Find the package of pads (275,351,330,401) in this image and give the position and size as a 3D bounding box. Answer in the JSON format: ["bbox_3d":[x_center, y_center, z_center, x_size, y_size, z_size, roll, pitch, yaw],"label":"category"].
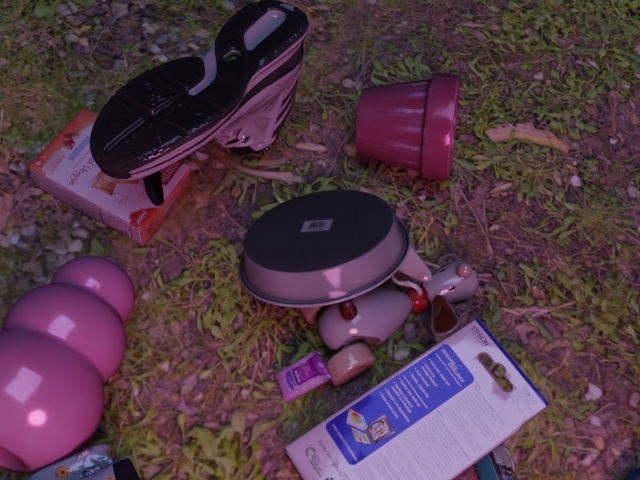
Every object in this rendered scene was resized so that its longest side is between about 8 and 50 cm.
[{"bbox_3d":[-0.029,0.217,1.100,0.083,0.032,0.050,-33,67,22],"label":"package of pads"}]

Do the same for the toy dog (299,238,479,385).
[{"bbox_3d":[0.120,0.092,1.141,0.220,0.161,0.333,41,63,12],"label":"toy dog"}]

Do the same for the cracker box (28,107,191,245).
[{"bbox_3d":[-0.368,-0.115,1.224,0.232,0.067,0.156,28,61,5],"label":"cracker box"}]

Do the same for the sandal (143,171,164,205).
[{"bbox_3d":[-0.301,-0.139,1.176,0.040,0.067,0.179,-16,67,11],"label":"sandal"}]

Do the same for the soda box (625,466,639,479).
[{"bbox_3d":[0.474,0.446,1.061,0.067,0.071,0.210,41,63,12],"label":"soda box"}]

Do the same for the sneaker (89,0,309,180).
[{"bbox_3d":[-0.176,-0.192,1.183,0.169,0.258,0.447,34,60,22],"label":"sneaker"}]

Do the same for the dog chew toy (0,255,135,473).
[{"bbox_3d":[-0.382,0.160,1.008,0.206,0.207,0.332,20,51,1],"label":"dog chew toy"}]

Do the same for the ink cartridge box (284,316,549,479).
[{"bbox_3d":[0.146,0.290,1.053,0.370,0.069,0.176,-32,65,-10],"label":"ink cartridge box"}]

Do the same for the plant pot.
[{"bbox_3d":[0.166,-0.218,1.310,0.180,0.201,0.201,5,60,11],"label":"plant pot"}]

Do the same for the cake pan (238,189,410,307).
[{"bbox_3d":[0.000,0.000,1.142,0.293,0.054,0.293,-10,31,6],"label":"cake pan"}]

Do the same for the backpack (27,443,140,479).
[{"bbox_3d":[-0.324,0.374,0.914,0.188,0.166,0.144,-25,54,-23],"label":"backpack"}]

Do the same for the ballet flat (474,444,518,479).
[{"bbox_3d":[0.269,0.325,1.106,0.070,0.070,0.188,-6,65,-12],"label":"ballet flat"}]
